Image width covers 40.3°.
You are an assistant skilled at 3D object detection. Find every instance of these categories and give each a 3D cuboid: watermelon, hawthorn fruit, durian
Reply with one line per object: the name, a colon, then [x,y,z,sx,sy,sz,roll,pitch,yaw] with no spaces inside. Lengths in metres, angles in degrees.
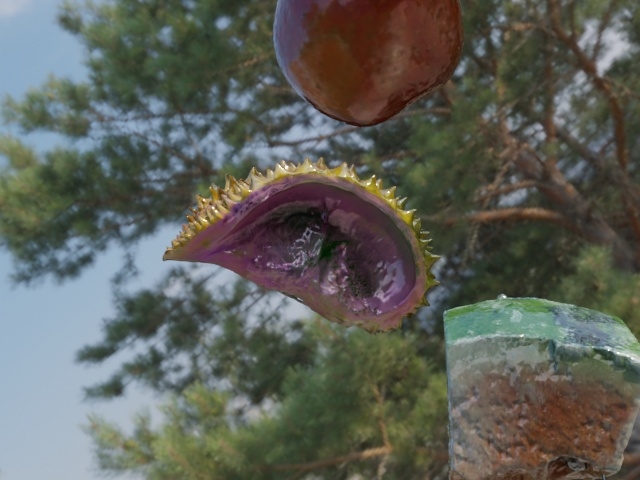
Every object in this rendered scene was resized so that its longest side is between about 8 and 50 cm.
watermelon: [0.297,0.204,1.186,0.264,0.302,0.151,2,-17,8]
hawthorn fruit: [0.032,-0.151,0.588,0.132,0.133,0.138,-38,-35,-14]
durian: [0.006,-0.013,0.918,0.186,0.260,0.154,-33,35,37]

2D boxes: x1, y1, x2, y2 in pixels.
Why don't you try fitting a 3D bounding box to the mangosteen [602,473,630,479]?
mangosteen: [0.386,0.385,0.990,0.243,0.243,0.243,-39,-8,-7]
